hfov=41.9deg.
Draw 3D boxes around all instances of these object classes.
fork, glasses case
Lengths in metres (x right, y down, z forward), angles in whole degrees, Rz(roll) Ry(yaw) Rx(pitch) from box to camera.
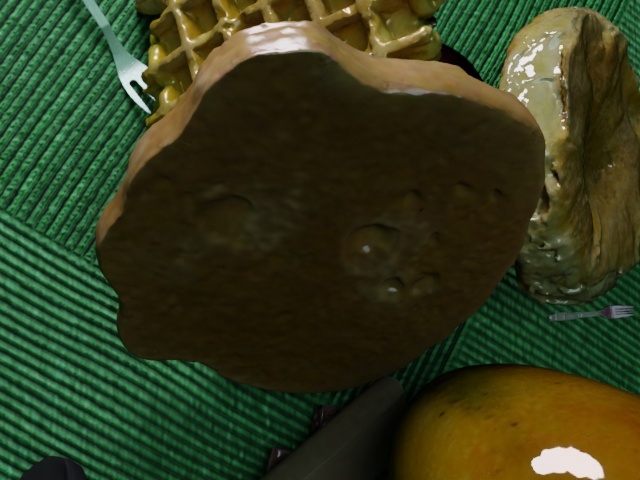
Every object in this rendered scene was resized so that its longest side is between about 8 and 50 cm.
[{"bbox_3d":[0.322,0.088,0.998,0.115,0.012,0.016,-4,79,-15],"label":"fork"},{"bbox_3d":[0.009,0.226,0.844,0.194,0.070,0.102,-36,127,-25],"label":"glasses case"},{"bbox_3d":[-0.227,-0.232,0.846,0.039,0.021,0.235,-36,96,-25],"label":"fork"}]

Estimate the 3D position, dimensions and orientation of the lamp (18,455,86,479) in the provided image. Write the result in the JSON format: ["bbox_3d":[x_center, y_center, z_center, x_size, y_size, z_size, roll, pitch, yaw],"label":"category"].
[{"bbox_3d":[-0.112,0.316,0.756,0.371,0.108,0.130,33,76,-12],"label":"lamp"}]

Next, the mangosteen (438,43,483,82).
[{"bbox_3d":[0.061,-0.129,0.850,0.230,0.194,0.194,41,71,2],"label":"mangosteen"}]

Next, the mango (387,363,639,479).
[{"bbox_3d":[0.203,0.227,0.711,0.300,0.446,0.232,24,90,-1],"label":"mango"}]

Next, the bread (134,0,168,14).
[{"bbox_3d":[-0.136,-0.258,0.865,0.111,0.060,0.066,4,49,-19],"label":"bread"}]

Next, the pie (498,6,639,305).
[{"bbox_3d":[0.285,-0.093,0.911,0.340,0.083,0.339,3,86,-48],"label":"pie"}]

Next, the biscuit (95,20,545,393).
[{"bbox_3d":[0.000,-0.002,0.724,0.365,0.385,0.062,13,42,-26],"label":"biscuit"}]

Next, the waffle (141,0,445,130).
[{"bbox_3d":[-0.038,-0.162,0.767,0.330,0.062,0.328,0,90,23],"label":"waffle"}]
